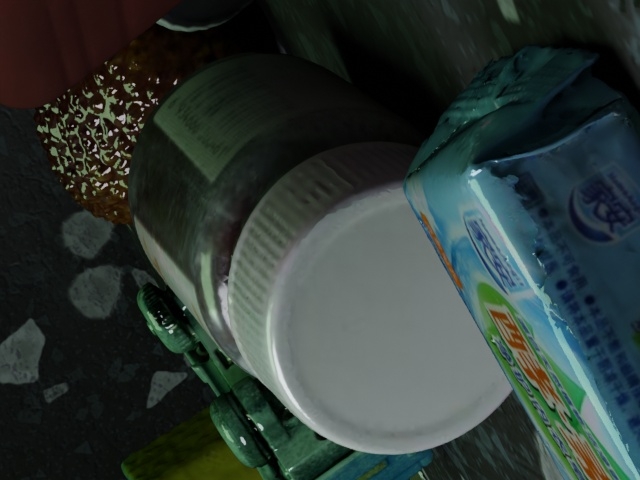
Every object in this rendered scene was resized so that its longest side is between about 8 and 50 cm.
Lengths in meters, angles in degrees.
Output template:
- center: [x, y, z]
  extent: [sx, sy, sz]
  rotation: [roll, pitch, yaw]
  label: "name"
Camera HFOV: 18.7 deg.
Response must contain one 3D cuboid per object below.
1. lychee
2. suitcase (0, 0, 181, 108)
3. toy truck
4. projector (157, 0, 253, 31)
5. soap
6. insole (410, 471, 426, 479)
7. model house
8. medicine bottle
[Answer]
- center: [-0.117, -0.110, 1.384]
  extent: [0.194, 0.194, 0.194]
  rotation: [58, 171, 15]
  label: "lychee"
- center: [-0.121, -0.205, 0.899]
  extent: [0.161, 0.236, 0.297]
  rotation: [48, 169, 9]
  label: "suitcase"
- center: [-0.029, 0.103, 1.628]
  extent: [0.279, 0.155, 0.156]
  rotation: [52, 176, 43]
  label: "toy truck"
- center: [-0.146, -0.262, 1.182]
  extent: [0.337, 0.108, 0.108]
  rotation: [49, 166, 35]
  label: "projector"
- center: [0.131, 0.059, 0.805]
  extent: [0.293, 0.077, 0.156]
  rotation: [61, 171, -1]
  label: "soap"
- center: [0.089, 0.222, 1.808]
  extent: [0.322, 0.007, 0.109]
  rotation: [60, 171, 0]
  label: "insole"
- center: [-0.079, 0.272, 2.190]
  extent: [0.215, 0.237, 0.303]
  rotation: [56, 169, 14]
  label: "model house"
- center: [0.000, 0.000, 1.079]
  extent: [0.165, 0.165, 0.273]
  rotation: [65, 171, -26]
  label: "medicine bottle"
